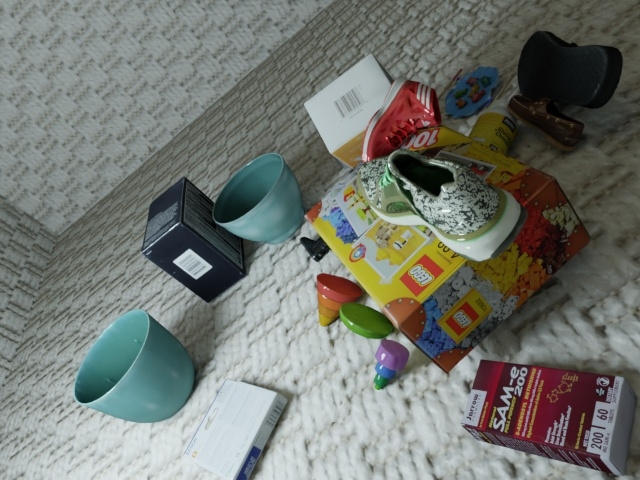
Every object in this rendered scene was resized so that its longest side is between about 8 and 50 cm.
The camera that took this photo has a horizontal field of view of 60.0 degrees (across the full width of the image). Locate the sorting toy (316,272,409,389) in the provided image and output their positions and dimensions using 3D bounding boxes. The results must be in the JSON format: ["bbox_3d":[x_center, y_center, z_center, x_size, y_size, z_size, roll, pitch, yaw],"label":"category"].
[{"bbox_3d":[0.075,0.213,1.282,0.365,0.127,0.126,48,122,55],"label":"sorting toy"}]

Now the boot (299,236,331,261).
[{"bbox_3d":[0.000,0.000,1.618,0.099,0.045,0.121,-44,40,5],"label":"boot"}]

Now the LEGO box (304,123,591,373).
[{"bbox_3d":[0.230,-0.029,1.184,0.372,0.193,0.500,-44,33,3],"label":"LEGO box"}]

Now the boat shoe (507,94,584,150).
[{"bbox_3d":[0.524,-0.292,1.288,0.073,0.073,0.207,-18,48,-27],"label":"boat shoe"}]

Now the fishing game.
[{"bbox_3d":[0.432,-0.438,1.615,0.189,0.041,0.264,-52,30,5],"label":"fishing game"}]

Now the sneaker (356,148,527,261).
[{"bbox_3d":[0.173,-0.115,0.991,0.158,0.182,0.410,-50,33,-6],"label":"sneaker"}]

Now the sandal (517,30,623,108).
[{"bbox_3d":[0.593,-0.396,1.324,0.445,0.107,0.167,-99,19,-64],"label":"sandal"}]

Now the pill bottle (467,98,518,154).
[{"bbox_3d":[0.428,-0.260,1.381,0.103,0.103,0.184,5,58,50],"label":"pill bottle"}]

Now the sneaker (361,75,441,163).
[{"bbox_3d":[0.184,-0.249,1.221,0.128,0.087,0.221,25,95,34],"label":"sneaker"}]

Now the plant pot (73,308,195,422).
[{"bbox_3d":[-0.504,0.379,1.576,0.293,0.235,0.293,-28,37,24],"label":"plant pot"}]

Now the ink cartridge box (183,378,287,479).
[{"bbox_3d":[-0.208,0.456,1.343,0.224,0.045,0.223,-1,52,48],"label":"ink cartridge box"}]

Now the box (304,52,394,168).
[{"bbox_3d":[0.147,-0.307,1.491,0.215,0.345,0.168,-33,69,18],"label":"box"}]

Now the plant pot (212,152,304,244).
[{"bbox_3d":[-0.175,-0.110,1.789,0.293,0.196,0.293,-28,37,23],"label":"plant pot"}]

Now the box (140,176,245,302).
[{"bbox_3d":[-0.415,-0.003,1.844,0.183,0.296,0.294,-35,33,15],"label":"box"}]

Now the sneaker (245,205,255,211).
[{"bbox_3d":[-0.221,-0.133,1.977,0.108,0.100,0.271,-40,27,56],"label":"sneaker"}]

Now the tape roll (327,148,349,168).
[{"bbox_3d":[0.130,-0.342,1.825,0.219,0.072,0.219,-28,37,23],"label":"tape roll"}]

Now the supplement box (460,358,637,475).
[{"bbox_3d":[0.362,0.276,0.894,0.240,0.073,0.130,-4,51,46],"label":"supplement box"}]
